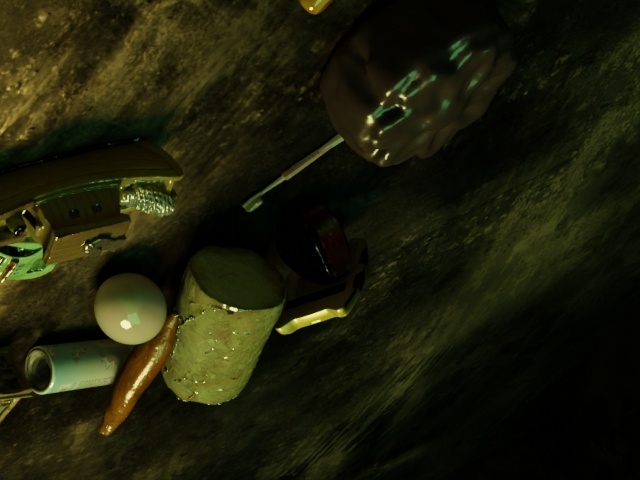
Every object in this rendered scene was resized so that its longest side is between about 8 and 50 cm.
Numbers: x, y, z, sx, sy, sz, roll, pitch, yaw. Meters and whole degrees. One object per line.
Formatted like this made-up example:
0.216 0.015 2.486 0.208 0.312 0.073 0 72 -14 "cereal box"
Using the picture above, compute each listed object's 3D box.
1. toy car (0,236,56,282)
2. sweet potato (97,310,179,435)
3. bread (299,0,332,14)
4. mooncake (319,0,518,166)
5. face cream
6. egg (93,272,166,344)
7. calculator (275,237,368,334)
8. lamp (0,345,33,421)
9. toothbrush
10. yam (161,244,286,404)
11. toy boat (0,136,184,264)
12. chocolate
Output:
-0.405 0.022 1.622 0.186 0.058 0.093 -1 143 -51 "toy car"
-0.284 0.207 1.968 0.057 0.057 0.265 1 130 -53 "sweet potato"
0.012 -0.317 1.510 0.103 0.049 0.062 -46 -179 24 "bread"
0.144 -0.221 1.760 0.283 0.141 0.283 -29 158 -13 "mooncake"
-0.349 0.191 1.994 0.229 0.075 0.075 -2 141 -51 "face cream"
-0.279 0.099 1.869 0.103 0.103 0.135 -33 159 -1 "egg"
0.006 0.070 2.078 0.157 0.236 0.033 -19 117 22 "calculator"
-0.556 0.288 1.898 0.325 0.090 0.089 -45 155 27 "lamp"
-0.036 -0.105 1.899 0.194 0.017 0.014 -38 162 3 "toothbrush"
-0.155 0.127 2.004 0.168 0.168 0.304 -19 153 -30 "yam"
-0.311 -0.034 1.561 0.321 0.121 0.089 -17 157 -33 "toy boat"
0.000 0.000 2.036 0.080 0.125 0.149 -41 157 -27 "chocolate"
